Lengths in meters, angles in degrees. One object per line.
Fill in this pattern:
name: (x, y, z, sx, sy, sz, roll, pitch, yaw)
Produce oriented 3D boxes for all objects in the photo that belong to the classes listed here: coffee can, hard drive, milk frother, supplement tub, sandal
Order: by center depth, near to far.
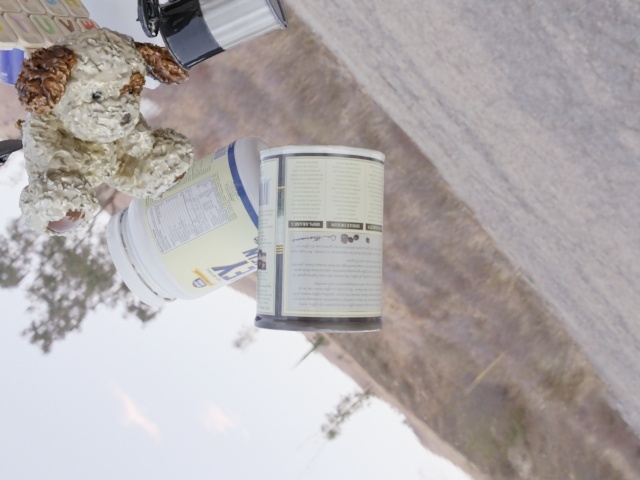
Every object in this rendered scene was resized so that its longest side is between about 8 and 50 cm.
milk frother: (-0.126, -0.266, 0.915, 0.143, 0.135, 0.129, -86, -28, -60)
coffee can: (0.000, 0.000, 1.274, 0.202, 0.275, 0.201, 2, 178, 0)
supplement tub: (-0.211, -0.029, 1.531, 0.235, 0.325, 0.235, 58, -165, -25)
sandal: (-0.697, -0.163, 1.695, 0.067, 0.179, 0.040, 22, 136, 40)
hard drive: (-0.441, -0.533, 1.775, 0.233, 0.353, 0.047, 20, -149, 7)

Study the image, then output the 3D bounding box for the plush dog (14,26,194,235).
plush dog: (-0.290, -0.164, 1.017, 0.210, 0.225, 0.262, 41, -142, 17)

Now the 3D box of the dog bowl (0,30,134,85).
dog bowl: (-0.512, -0.369, 1.632, 0.265, 0.104, 0.265, 7, -161, -2)

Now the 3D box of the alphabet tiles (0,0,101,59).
alphabet tiles: (-0.482, -0.379, 1.376, 0.278, 0.021, 0.284, 54, -153, 7)
